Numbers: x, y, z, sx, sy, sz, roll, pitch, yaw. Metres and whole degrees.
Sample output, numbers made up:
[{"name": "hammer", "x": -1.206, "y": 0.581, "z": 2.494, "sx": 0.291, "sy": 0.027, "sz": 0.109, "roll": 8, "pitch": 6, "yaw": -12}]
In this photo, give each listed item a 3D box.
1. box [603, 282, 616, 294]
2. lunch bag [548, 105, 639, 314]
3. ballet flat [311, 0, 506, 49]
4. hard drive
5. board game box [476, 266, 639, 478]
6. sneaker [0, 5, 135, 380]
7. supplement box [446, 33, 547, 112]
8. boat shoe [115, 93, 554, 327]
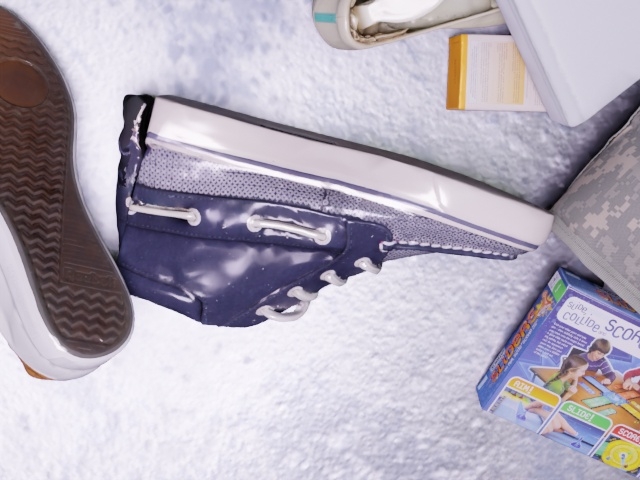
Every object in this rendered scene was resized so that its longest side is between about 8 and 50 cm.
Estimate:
[{"name": "box", "x": 0.314, "y": -0.013, "z": 0.807, "sx": 0.109, "sy": 0.042, "sz": 0.178, "roll": 8, "pitch": 95, "yaw": -9}, {"name": "lunch bag", "x": 0.329, "y": -0.018, "z": 0.670, "sx": 0.169, "sy": 0.287, "sz": 0.235, "roll": 23, "pitch": 112, "yaw": -44}, {"name": "ballet flat", "x": 0.116, "y": -0.206, "z": 0.735, "sx": 0.248, "sy": 0.086, "sz": 0.086, "roll": -21, "pitch": 99, "yaw": -7}, {"name": "hard drive", "x": 0.197, "y": -0.265, "z": 0.679, "sx": 0.203, "sy": 0.040, "sz": 0.307, "roll": -38, "pitch": 119, "yaw": -6}, {"name": "board game box", "x": 0.255, "y": 0.123, "z": 0.792, "sx": 0.201, "sy": 0.035, "sz": 0.136, "roll": 26, "pitch": 112, "yaw": -12}, {"name": "sneaker", "x": -0.235, "y": -0.030, "z": 0.687, "sx": 0.106, "sy": 0.123, "sz": 0.290, "roll": -10, "pitch": 75, "yaw": -39}, {"name": "supplement box", "x": 0.157, "y": -0.138, "z": 0.771, "sx": 0.098, "sy": 0.036, "sz": 0.062, "roll": 1, "pitch": 96, "yaw": -10}, {"name": "boat shoe", "x": 0.000, "y": 0.000, "z": 0.726, "sx": 0.340, "sy": 0.127, "sz": 0.158, "roll": 15, "pitch": 100, "yaw": -3}]
